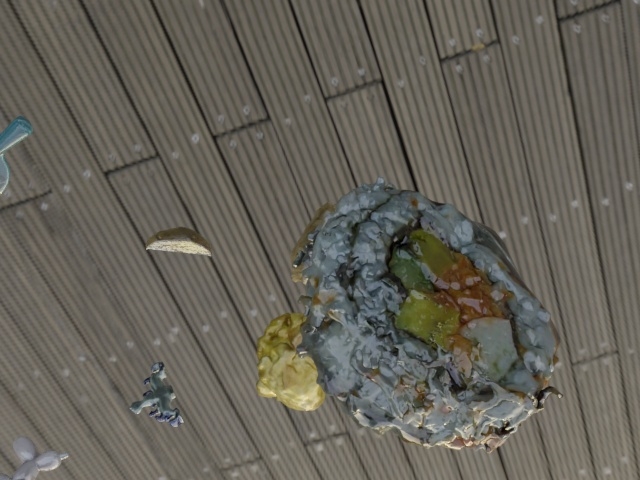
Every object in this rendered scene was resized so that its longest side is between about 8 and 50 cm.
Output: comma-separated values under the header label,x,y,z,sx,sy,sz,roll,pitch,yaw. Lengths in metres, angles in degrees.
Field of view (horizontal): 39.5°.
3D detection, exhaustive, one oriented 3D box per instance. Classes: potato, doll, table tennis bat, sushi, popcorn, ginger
label,x,y,z,sx,sy,sz,roll,pitch,yaw
potato,-0.197,-0.005,1.248,0.093,0.037,0.036,7,148,-7
doll,-0.511,0.424,1.556,0.160,0.161,0.059,9,129,27
table tennis bat,-0.515,-0.124,1.359,0.201,0.033,0.124,-33,133,19
sushi,0.139,0.101,1.208,0.417,0.417,0.176,23,132,-21
popcorn,-0.053,0.287,2.053,0.191,0.190,0.253,-36,140,-22
ginger,0.005,-0.001,1.463,0.067,0.165,0.096,37,150,-29

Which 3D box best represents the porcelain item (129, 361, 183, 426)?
label,x,y,z,sx,sy,sz,roll,pitch,yaw
porcelain item,-0.271,0.257,1.435,0.075,0.136,0.021,-22,131,-8
